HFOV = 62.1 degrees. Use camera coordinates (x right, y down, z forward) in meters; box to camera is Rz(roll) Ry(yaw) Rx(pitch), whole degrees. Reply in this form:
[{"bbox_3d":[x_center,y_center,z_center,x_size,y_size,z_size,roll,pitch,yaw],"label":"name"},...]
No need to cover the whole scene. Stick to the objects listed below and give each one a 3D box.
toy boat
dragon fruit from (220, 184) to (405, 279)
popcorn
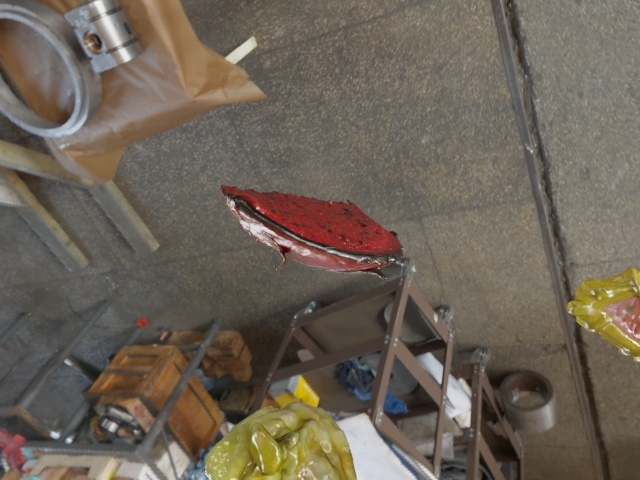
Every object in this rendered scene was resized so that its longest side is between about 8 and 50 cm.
[{"bbox_3d":[0.411,0.099,0.524,0.318,0.099,0.141,20,116,17],"label":"toy boat"},{"bbox_3d":[0.000,0.000,0.945,0.343,0.282,0.100,7,110,-37],"label":"dragon fruit"},{"bbox_3d":[-0.039,0.268,0.575,0.167,0.187,0.185,-9,91,-15],"label":"popcorn"}]
